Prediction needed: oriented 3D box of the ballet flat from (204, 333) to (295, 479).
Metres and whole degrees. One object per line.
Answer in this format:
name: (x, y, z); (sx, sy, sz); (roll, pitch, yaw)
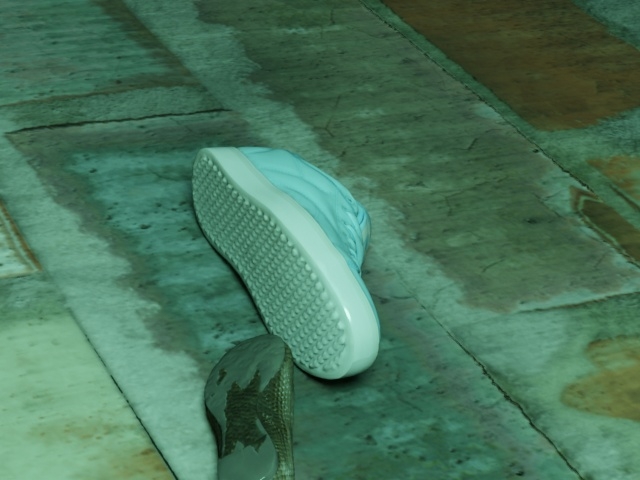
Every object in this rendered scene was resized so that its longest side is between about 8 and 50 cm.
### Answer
ballet flat: (-0.053, 0.161, 1.447); (0.084, 0.058, 0.250); (-26, 26, 8)

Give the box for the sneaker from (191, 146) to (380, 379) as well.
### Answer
sneaker: (0.000, 0.000, 1.644); (0.150, 0.135, 0.366); (-9, 36, -23)
